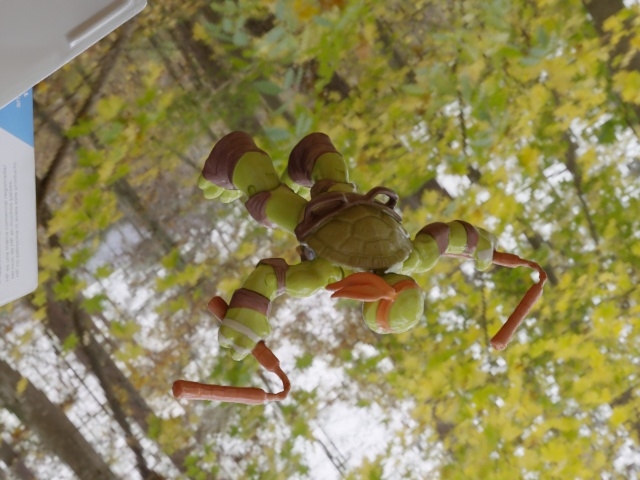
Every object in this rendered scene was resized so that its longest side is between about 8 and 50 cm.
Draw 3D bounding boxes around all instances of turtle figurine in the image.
[{"bbox_3d":[0.000,0.000,0.613,0.269,0.087,0.217,-17,-139,-24],"label":"turtle figurine"}]

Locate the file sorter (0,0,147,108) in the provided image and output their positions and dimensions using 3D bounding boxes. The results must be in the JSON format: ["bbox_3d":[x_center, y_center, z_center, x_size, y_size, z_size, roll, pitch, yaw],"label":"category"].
[{"bbox_3d":[-0.260,-0.179,0.449,0.193,0.278,0.173,-39,-156,-13],"label":"file sorter"}]

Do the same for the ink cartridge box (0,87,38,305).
[{"bbox_3d":[-0.403,-0.049,0.676,0.166,0.285,0.395,12,-160,21],"label":"ink cartridge box"}]
